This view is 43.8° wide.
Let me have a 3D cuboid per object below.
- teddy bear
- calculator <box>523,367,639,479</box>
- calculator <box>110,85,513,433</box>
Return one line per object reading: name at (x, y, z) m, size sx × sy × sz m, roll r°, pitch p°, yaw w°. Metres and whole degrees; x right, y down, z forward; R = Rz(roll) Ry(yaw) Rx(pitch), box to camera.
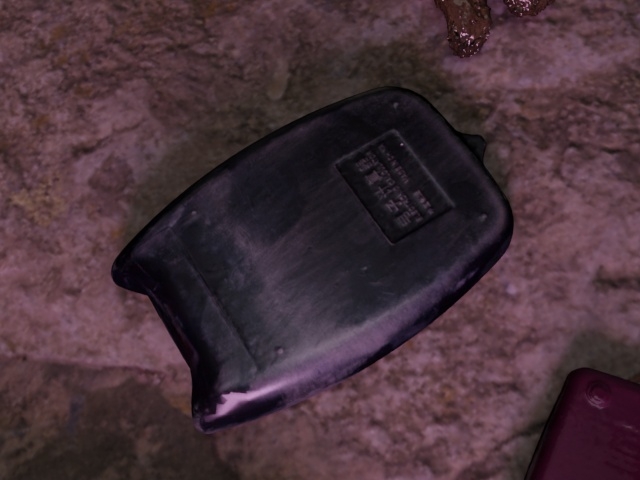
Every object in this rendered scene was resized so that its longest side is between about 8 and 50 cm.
teddy bear at (0.090, -0.220, 0.580) m, size 0.119 × 0.078 × 0.160 m, roll -34°, pitch 69°, yaw -1°
calculator at (0.167, 0.173, 0.443) m, size 0.127 × 0.034 × 0.190 m, roll 22°, pitch 73°, yaw 17°
calculator at (0.000, 0.000, 0.536) m, size 0.268 × 0.040 × 0.177 m, roll -32°, pitch 70°, yaw -9°
